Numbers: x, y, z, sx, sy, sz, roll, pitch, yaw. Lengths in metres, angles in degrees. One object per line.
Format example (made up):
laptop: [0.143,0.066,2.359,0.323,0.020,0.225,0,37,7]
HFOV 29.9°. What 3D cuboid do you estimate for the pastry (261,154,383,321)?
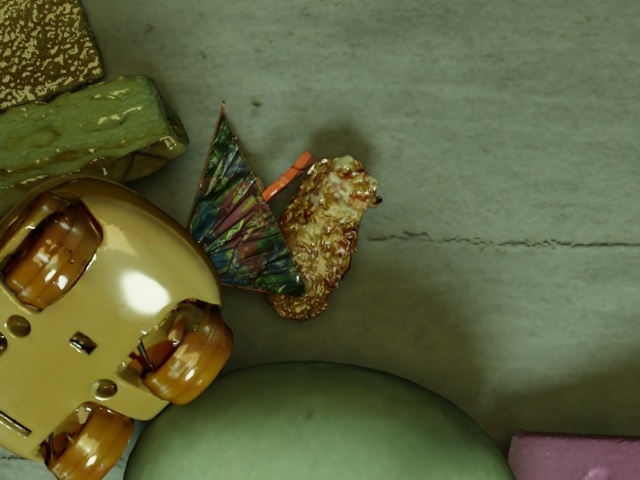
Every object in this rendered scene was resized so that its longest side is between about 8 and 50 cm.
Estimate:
pastry: [-0.002,-0.001,1.165,0.087,0.063,0.169,25,82,8]

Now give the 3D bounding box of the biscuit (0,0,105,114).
biscuit: [-0.310,-0.247,1.204,0.131,0.025,0.231,-20,84,-3]

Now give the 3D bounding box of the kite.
kite: [-0.079,-0.028,1.160,0.189,0.009,0.232,-38,61,17]

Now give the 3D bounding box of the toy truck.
toy truck: [-0.213,0.069,1.037,0.204,0.211,0.288,39,111,-16]

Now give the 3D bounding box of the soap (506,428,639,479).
soap: [0.285,0.265,1.045,0.259,0.081,0.181,-2,63,33]

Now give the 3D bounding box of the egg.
egg: [-0.001,0.234,1.040,0.352,0.258,0.258,10,84,10]

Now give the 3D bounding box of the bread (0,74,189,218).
bread: [-0.245,-0.086,1.158,0.232,0.088,0.128,-16,50,-5]
